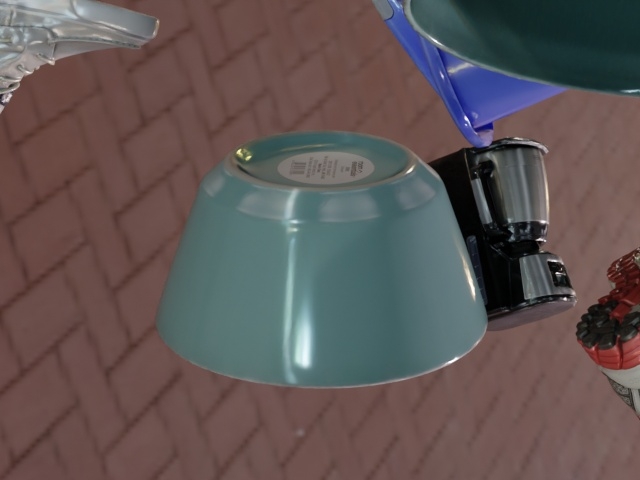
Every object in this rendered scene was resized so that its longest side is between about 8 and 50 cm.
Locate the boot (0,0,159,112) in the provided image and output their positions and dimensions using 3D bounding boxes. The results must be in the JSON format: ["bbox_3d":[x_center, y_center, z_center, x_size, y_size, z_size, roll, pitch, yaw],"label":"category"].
[{"bbox_3d":[-0.289,-0.181,1.699,0.095,0.258,0.123,-59,159,-85],"label":"boot"}]

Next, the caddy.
[{"bbox_3d":[0.115,-0.248,1.450,0.241,0.179,0.341,-52,124,-74],"label":"caddy"}]

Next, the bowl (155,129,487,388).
[{"bbox_3d":[0.000,0.000,1.645,0.311,0.311,0.163,-42,136,-59],"label":"bowl"}]

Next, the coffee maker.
[{"bbox_3d":[0.171,0.002,1.826,0.120,0.171,0.178,0,75,-34],"label":"coffee maker"}]

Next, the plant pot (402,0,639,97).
[{"bbox_3d":[0.206,-0.222,1.102,0.293,0.293,0.196,23,70,-58],"label":"plant pot"}]

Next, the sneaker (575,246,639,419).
[{"bbox_3d":[0.225,0.052,1.112,0.092,0.088,0.225,61,34,-9],"label":"sneaker"}]
